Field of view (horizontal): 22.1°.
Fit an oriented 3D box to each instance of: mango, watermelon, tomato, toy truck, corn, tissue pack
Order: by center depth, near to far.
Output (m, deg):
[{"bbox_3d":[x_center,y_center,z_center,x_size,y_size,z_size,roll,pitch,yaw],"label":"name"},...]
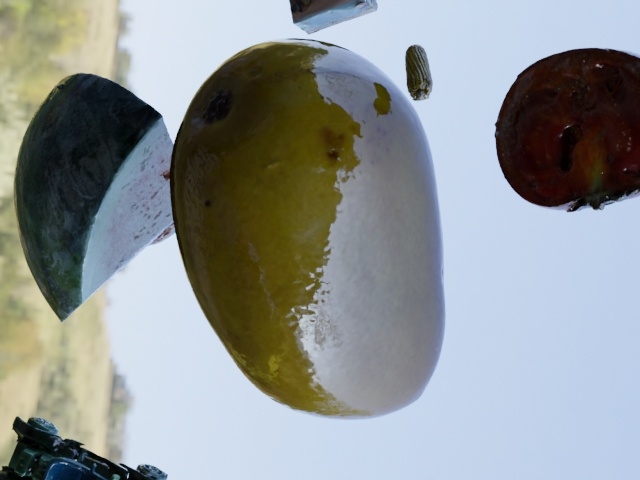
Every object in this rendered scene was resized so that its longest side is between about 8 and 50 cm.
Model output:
[{"bbox_3d":[0.235,-0.092,1.402,0.091,0.159,0.139,5,72,-67],"label":"tomato"},{"bbox_3d":[-0.221,0.221,1.465,0.078,0.154,0.080,3,109,-83],"label":"toy truck"},{"bbox_3d":[0.101,-0.171,1.682,0.083,0.027,0.028,-92,176,-49],"label":"corn"},{"bbox_3d":[0.000,0.000,1.758,0.232,0.300,0.446,18,-46,52],"label":"mango"},{"bbox_3d":[0.013,-0.288,1.899,0.059,0.094,0.074,31,44,-65],"label":"tissue pack"},{"bbox_3d":[-0.238,-0.082,1.944,0.289,0.213,0.320,-44,-138,43],"label":"watermelon"}]
